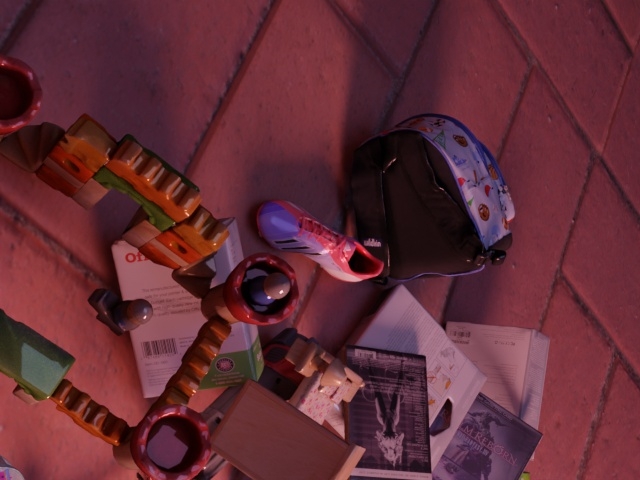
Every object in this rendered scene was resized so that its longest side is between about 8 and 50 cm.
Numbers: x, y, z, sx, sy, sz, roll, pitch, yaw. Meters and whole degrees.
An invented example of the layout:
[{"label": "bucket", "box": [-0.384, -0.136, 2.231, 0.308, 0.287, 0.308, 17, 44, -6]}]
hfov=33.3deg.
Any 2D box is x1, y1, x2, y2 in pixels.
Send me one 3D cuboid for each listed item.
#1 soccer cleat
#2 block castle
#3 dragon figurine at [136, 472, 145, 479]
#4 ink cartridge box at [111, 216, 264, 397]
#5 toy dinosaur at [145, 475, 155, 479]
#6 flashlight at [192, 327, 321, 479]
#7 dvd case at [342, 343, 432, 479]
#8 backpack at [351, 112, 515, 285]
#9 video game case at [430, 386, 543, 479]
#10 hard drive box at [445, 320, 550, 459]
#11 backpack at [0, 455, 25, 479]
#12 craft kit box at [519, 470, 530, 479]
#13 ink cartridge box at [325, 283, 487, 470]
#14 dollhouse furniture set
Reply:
[{"label": "soccer cleat", "box": [0.000, 0.000, 1.705, 0.248, 0.095, 0.083, 34, 65, -43]}, {"label": "block castle", "box": [-0.268, 0.035, 1.198, 0.453, 0.213, 0.303, 38, 64, -14]}, {"label": "dragon figurine", "box": [-0.304, 0.412, 1.362, 0.144, 0.085, 0.289, 47, 58, -38]}, {"label": "ink cartridge box", "box": [-0.175, 0.087, 1.446, 0.092, 0.160, 0.219, -62, 143, -77]}, {"label": "toy dinosaur", "box": [-0.220, 0.364, 1.478, 0.090, 0.047, 0.082, 32, 41, -65]}, {"label": "flashlight", "box": [-0.108, 0.245, 1.562, 0.103, 0.103, 0.304, 51, 44, -3]}, {"label": "dvd case", "box": [0.109, 0.287, 1.742, 0.165, 0.018, 0.221, 11, 66, -31]}, {"label": "backpack", "box": [0.186, -0.081, 1.807, 0.213, 0.277, 0.263, -42, 113, -46]}, {"label": "video game case", "box": [0.236, 0.376, 1.811, 0.274, 0.196, 0.026, -50, 169, -35]}, {"label": "hard drive box", "box": [0.312, 0.276, 1.987, 0.089, 0.181, 0.232, 28, 69, -53]}, {"label": "backpack", "box": [-0.400, 0.332, 1.234, 0.152, 0.115, 0.181, 1, 86, -46]}, {"label": "craft kit box", "box": [0.314, 0.565, 2.087, 0.247, 0.061, 0.249, 19, 75, -44]}, {"label": "ink cartridge box", "box": [0.136, 0.249, 1.823, 0.239, 0.060, 0.275, 48, 53, -12]}, {"label": "dollhouse furniture set", "box": [-0.015, 0.321, 1.504, 0.303, 0.174, 0.355, -57, 159, -5]}]
